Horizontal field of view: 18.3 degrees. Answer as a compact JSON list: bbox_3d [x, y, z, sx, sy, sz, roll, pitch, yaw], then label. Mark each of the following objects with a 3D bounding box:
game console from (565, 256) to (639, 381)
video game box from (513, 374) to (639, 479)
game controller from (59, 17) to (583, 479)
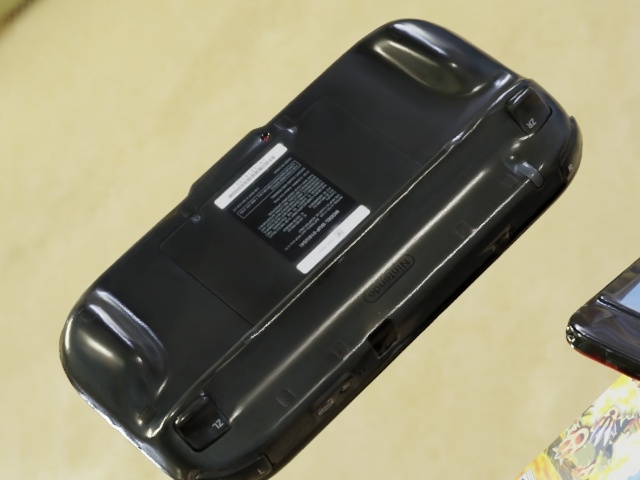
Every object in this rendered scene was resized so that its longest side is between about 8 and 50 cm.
[{"bbox_3d":[0.188,0.006,0.803,0.124,0.144,0.085,25,124,25],"label":"game console"},{"bbox_3d":[0.220,0.178,1.345,0.187,0.048,0.205,-45,26,16],"label":"video game box"},{"bbox_3d":[0.000,0.000,1.145,0.166,0.319,0.067,35,159,36],"label":"game controller"}]
